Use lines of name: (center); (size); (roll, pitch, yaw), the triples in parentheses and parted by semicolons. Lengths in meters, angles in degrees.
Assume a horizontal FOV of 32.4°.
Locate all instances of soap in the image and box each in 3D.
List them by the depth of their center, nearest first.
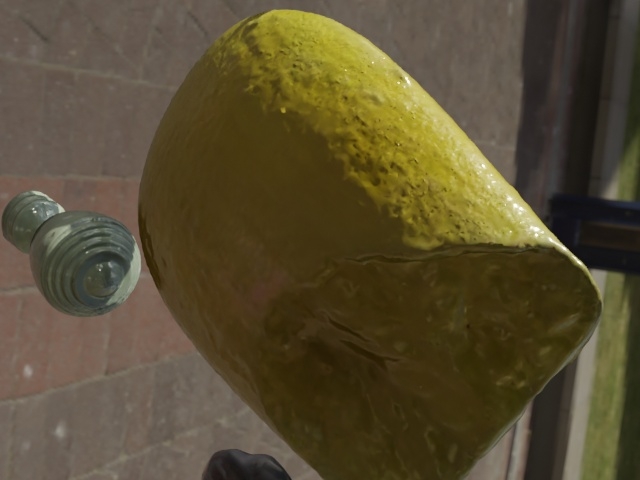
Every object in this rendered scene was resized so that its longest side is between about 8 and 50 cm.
soap: (-0.002, 0.000, 0.893); (0.115, 0.427, 0.306); (-2, 129, -50)

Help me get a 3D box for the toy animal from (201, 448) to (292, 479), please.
toy animal: (0.079, 0.225, 0.254); (0.081, 0.206, 0.367); (128, -37, -47)

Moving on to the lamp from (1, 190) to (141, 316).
lamp: (-0.256, 0.006, 1.107); (0.106, 0.193, 0.106); (-20, 124, -32)
